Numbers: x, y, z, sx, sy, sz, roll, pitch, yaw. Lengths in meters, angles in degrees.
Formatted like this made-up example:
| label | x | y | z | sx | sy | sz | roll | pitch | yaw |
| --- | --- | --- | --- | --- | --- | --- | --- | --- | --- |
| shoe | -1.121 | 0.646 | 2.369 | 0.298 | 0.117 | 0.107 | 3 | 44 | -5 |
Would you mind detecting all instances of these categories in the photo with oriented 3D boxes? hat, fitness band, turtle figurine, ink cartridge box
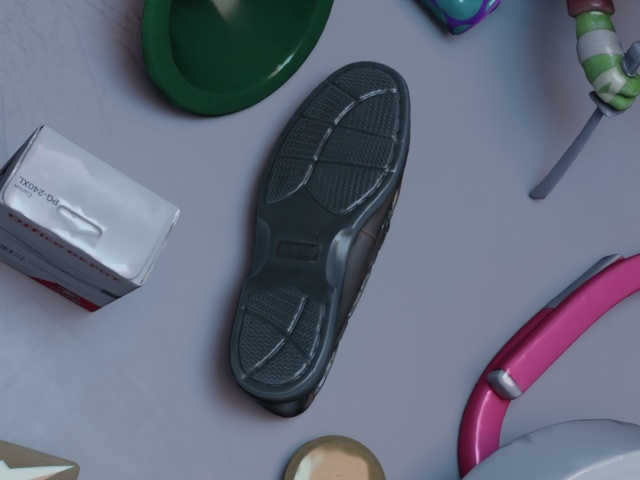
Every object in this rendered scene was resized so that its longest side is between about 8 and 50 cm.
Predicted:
| label | x | y | z | sx | sy | sz | roll | pitch | yaw |
| --- | --- | --- | --- | --- | --- | --- | --- | --- | --- |
| hat | -0.106 | -0.221 | 1.454 | 0.173 | 0.183 | 0.208 | -18 | 130 | -36 |
| fitness band | 0.237 | 0.132 | 1.500 | 0.291 | 0.054 | 0.209 | -40 | 95 | -20 |
| turtle figurine | 0.278 | -0.178 | 1.441 | 0.197 | 0.266 | 0.275 | -16 | 102 | -28 |
| ink cartridge box | -0.168 | -0.012 | 1.329 | 0.109 | 0.150 | 0.063 | 32 | 72 | -12 |

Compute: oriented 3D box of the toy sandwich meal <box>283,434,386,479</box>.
| label | x | y | z | sx | sy | sz | roll | pitch | yaw |
| --- | --- | --- | --- | --- | --- | --- | --- | --- | --- |
| toy sandwich meal | 0.011 | 0.181 | 1.426 | 0.085 | 0.029 | 0.086 | 3 | 77 | -15 |

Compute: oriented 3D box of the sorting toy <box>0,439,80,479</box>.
| label | x | y | z | sx | sy | sz | roll | pitch | yaw |
| --- | --- | --- | --- | --- | --- | --- | --- | --- | --- |
| sorting toy | -0.236 | 0.197 | 1.324 | 0.274 | 0.046 | 0.132 | 18 | 75 | -13 |

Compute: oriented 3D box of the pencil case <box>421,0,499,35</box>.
| label | x | y | z | sx | sy | sz | roll | pitch | yaw |
| --- | --- | --- | --- | --- | --- | --- | --- | --- | --- |
| pencil case | 0.081 | -0.231 | 1.499 | 0.152 | 0.070 | 0.064 | 50 | 32 | -7 |

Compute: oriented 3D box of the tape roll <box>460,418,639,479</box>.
| label | x | y | z | sx | sy | sz | roll | pitch | yaw |
| --- | --- | --- | --- | --- | --- | --- | --- | --- | --- |
| tape roll | 0.202 | 0.274 | 1.397 | 0.286 | 0.100 | 0.286 | -3 | 99 | -20 |

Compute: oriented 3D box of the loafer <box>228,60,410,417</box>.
| label | x | y | z | sx | sy | sz | roll | pitch | yaw |
| --- | --- | --- | --- | --- | --- | --- | --- | --- | --- |
| loafer | 0.000 | 0.000 | 1.438 | 0.096 | 0.084 | 0.267 | 14 | 70 | 15 |
